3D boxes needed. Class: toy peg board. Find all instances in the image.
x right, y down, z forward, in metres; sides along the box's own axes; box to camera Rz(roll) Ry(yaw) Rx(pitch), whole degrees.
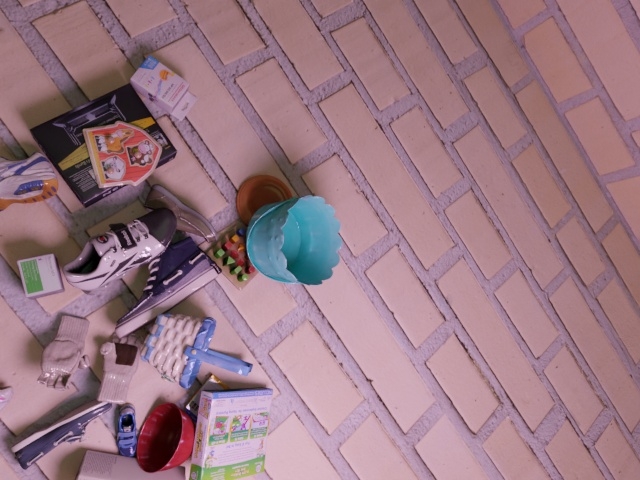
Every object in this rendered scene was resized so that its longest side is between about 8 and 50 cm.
[{"bbox_3d":[-0.246,0.045,1.486,0.161,0.079,0.160,47,68,-11],"label":"toy peg board"}]

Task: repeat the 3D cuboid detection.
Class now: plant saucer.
[{"bbox_3d":[-0.179,-0.124,1.563,0.200,0.037,0.199,4,80,-22],"label":"plant saucer"}]

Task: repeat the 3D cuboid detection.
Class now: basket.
[{"bbox_3d":[-0.331,0.317,1.323,0.289,0.255,0.201,15,74,-1],"label":"basket"}]

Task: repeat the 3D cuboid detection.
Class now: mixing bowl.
[{"bbox_3d":[-0.410,0.552,1.309,0.098,0.181,0.181,38,67,-43],"label":"mixing bowl"}]

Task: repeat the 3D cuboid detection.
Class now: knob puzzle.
[{"bbox_3d":[-0.549,-0.250,1.339,0.213,0.030,0.213,4,81,-23],"label":"knob puzzle"}]

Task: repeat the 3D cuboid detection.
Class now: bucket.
[{"bbox_3d":[-0.084,0.001,1.459,0.281,0.183,0.281,0,90,-48],"label":"bucket"}]

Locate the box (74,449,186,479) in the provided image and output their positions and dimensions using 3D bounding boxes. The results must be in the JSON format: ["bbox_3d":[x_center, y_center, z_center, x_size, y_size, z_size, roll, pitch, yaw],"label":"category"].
[{"bbox_3d":[-0.507,0.652,1.258,0.275,0.113,0.094,21,95,-18],"label":"box"}]

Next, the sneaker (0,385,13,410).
[{"bbox_3d":[-0.874,0.339,1.172,0.111,0.103,0.252,-46,107,-26],"label":"sneaker"}]

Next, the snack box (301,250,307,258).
[{"bbox_3d":[0.000,0.000,1.628,0.064,0.022,0.178,32,71,-17],"label":"snack box"}]

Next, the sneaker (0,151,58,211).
[{"bbox_3d":[-0.868,-0.152,1.253,0.297,0.112,0.131,-16,71,-25],"label":"sneaker"}]

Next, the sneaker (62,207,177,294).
[{"bbox_3d":[-0.543,0.016,1.286,0.330,0.146,0.122,-42,71,-12],"label":"sneaker"}]

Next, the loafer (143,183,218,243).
[{"bbox_3d":[-0.424,-0.064,1.427,0.251,0.094,0.087,37,73,-4],"label":"loafer"}]

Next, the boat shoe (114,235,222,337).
[{"bbox_3d":[-0.468,0.126,1.368,0.341,0.127,0.158,-36,90,-31],"label":"boat shoe"}]

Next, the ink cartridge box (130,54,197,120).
[{"bbox_3d":[-0.483,-0.473,1.471,0.181,0.061,0.104,33,71,-16],"label":"ink cartridge box"}]

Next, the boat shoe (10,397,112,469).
[{"bbox_3d":[-0.663,0.500,1.233,0.255,0.095,0.079,-28,92,-23],"label":"boat shoe"}]

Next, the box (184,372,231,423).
[{"bbox_3d":[-0.340,0.478,1.412,0.081,0.028,0.136,45,71,-11],"label":"box"}]

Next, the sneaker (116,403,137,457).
[{"bbox_3d":[-0.535,0.531,1.303,0.053,0.059,0.144,-4,86,-25],"label":"sneaker"}]

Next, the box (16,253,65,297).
[{"bbox_3d":[-0.742,0.097,1.255,0.087,0.102,0.101,-14,87,-26],"label":"box"}]

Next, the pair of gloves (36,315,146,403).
[{"bbox_3d":[-0.611,0.316,1.267,0.240,0.042,0.204,24,46,-20],"label":"pair of gloves"}]

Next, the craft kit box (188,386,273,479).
[{"bbox_3d":[-0.250,0.556,1.362,0.250,0.061,0.246,20,70,-51],"label":"craft kit box"}]

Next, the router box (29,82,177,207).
[{"bbox_3d":[-0.619,-0.278,1.374,0.309,0.081,0.242,-36,97,-23],"label":"router box"}]
